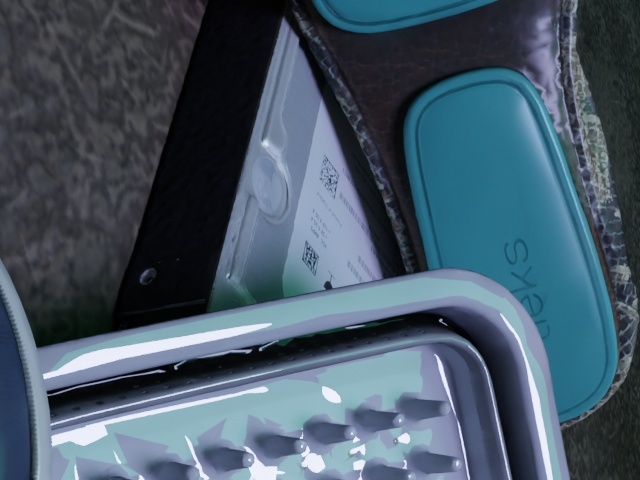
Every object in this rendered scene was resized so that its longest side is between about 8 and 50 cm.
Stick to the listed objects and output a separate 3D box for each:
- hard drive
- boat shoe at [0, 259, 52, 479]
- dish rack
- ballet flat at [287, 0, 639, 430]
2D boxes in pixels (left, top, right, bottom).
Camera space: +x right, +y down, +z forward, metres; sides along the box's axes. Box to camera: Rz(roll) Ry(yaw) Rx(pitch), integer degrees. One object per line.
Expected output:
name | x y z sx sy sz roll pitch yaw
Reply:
hard drive | 0.000 0.000 0.721 0.237 0.064 0.339 52 38 -42
boat shoe | -0.145 0.109 0.372 0.079 0.095 0.255 39 56 -68
dish rack | -0.011 0.191 0.515 0.285 0.072 0.333 -10 89 -29
ballet flat | 0.071 -0.123 0.700 0.182 0.164 0.483 -92 167 -67
